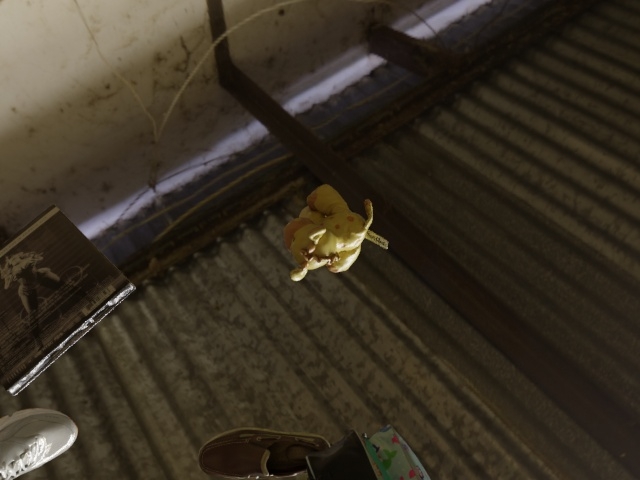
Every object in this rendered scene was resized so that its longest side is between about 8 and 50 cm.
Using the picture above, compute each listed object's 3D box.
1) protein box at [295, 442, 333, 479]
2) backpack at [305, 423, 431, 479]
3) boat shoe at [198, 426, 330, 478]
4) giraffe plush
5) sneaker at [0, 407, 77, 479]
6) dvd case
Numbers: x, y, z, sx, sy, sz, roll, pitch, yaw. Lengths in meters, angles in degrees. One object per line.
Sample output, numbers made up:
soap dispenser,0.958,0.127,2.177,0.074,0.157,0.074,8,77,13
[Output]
protein box,-0.014,0.614,1.361,0.136,0.201,0.200,40,-71,8
backpack,0.093,0.429,0.971,0.191,0.253,0.225,-24,-122,-7
boat shoe,-0.108,0.406,1.142,0.257,0.095,0.095,-6,-96,-1
giraffe plush,0.000,0.000,1.192,0.210,0.181,0.170,14,-153,41
sneaker,-0.442,0.312,0.810,0.121,0.099,0.262,15,-165,37
dvd case,-0.335,0.057,0.707,0.164,0.018,0.221,-44,-129,-16
